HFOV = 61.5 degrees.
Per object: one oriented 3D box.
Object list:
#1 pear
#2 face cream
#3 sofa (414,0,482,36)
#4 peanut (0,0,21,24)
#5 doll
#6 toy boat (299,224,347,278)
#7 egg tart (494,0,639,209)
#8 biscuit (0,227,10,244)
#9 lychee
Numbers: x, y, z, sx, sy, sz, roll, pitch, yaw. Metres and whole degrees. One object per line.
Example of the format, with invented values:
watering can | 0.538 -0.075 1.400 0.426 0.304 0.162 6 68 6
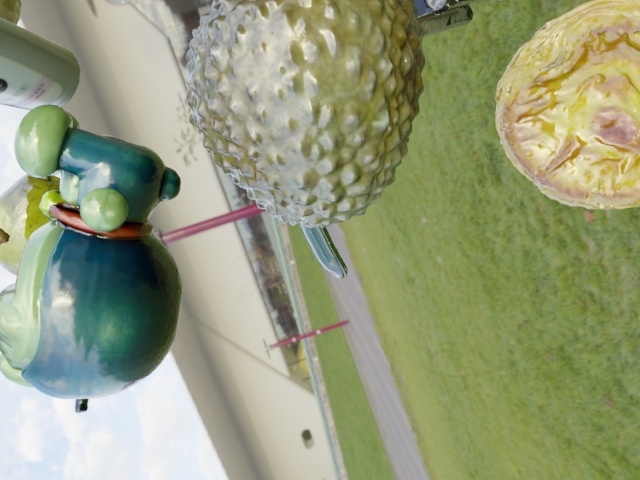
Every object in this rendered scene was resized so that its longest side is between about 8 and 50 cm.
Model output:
pear | -0.679 -0.034 1.283 0.269 0.213 0.212 -64 22 18
face cream | -0.350 -0.180 0.498 0.073 0.107 0.269 59 -166 6
sofa | 0.200 -0.514 0.979 0.182 0.200 0.258 9 120 59
peanut | -0.535 -0.430 0.853 0.136 0.121 0.298 70 -156 -77
doll | -0.238 0.029 0.572 0.198 0.186 0.321 -144 63 -68
toy boat | 0.000 0.000 1.211 0.210 0.052 0.104 62 159 -16
egg tart | 0.387 -0.179 0.722 0.295 0.116 0.294 21 126 33
biscuit | -0.584 0.009 0.781 0.016 0.203 0.144 40 163 55
lychee | -0.008 -0.152 0.544 0.255 0.256 0.274 136 115 -85
